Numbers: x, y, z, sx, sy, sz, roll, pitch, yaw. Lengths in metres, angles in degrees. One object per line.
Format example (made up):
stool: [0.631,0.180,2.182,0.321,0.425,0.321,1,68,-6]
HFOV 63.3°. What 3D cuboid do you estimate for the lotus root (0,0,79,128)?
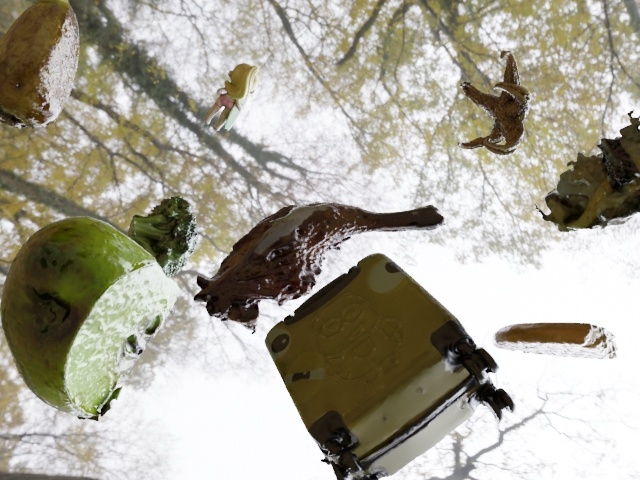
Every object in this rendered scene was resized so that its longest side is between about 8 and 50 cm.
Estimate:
lotus root: [-0.342,-0.226,0.634,0.108,0.095,0.190,16,-98,59]

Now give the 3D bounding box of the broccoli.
broccoli: [-0.413,-0.001,1.347,0.198,0.176,0.226,21,-70,42]

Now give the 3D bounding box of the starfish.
starfish: [0.321,-0.251,0.959,0.146,0.074,0.189,-135,-135,-58]

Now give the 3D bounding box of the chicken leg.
chicken leg: [0.000,0.000,0.779,0.408,0.095,0.158,-21,-128,-22]

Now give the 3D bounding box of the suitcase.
suitcase: [0.064,0.142,0.568,0.194,0.143,0.235,-36,-147,-4]

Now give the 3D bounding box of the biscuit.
biscuit: [0.301,0.129,0.672,0.145,0.224,0.033,-6,-109,38]

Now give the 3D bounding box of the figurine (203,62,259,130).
figurine: [-0.197,-0.324,1.172,0.187,0.083,0.083,-44,-130,23]

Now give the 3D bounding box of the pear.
pear: [-0.332,0.098,0.691,0.164,0.255,0.238,26,-110,10]

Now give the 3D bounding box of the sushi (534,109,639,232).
sushi: [0.444,-0.101,0.723,0.131,0.139,0.291,56,-31,13]
